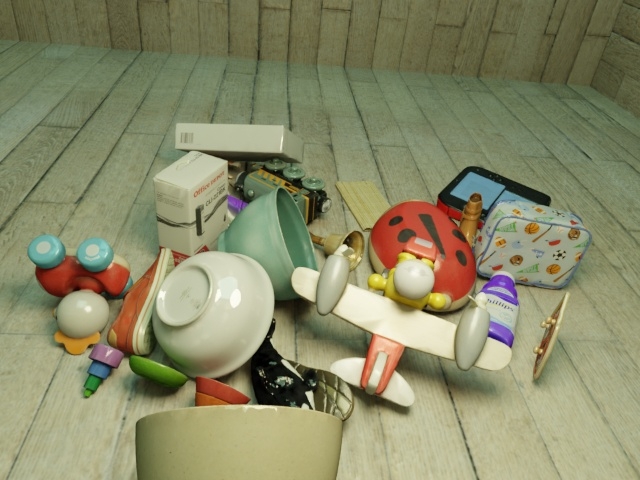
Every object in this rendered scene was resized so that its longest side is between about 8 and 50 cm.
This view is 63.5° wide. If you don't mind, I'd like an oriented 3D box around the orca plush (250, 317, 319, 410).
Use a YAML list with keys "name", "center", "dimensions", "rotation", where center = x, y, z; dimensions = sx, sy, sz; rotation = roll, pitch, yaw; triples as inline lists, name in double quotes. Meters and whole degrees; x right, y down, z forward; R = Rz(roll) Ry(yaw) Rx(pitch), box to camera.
- name: "orca plush"
  center: [-0.091, 0.271, 1.068]
  dimensions: [0.151, 0.102, 0.287]
  rotation: [-22, 44, 8]

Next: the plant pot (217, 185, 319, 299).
- name: "plant pot"
  center: [-0.143, 0.030, 1.343]
  dimensions: [0.196, 0.293, 0.293]
  rotation: [-19, 33, 12]

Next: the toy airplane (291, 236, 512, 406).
- name: "toy airplane"
  center: [0.170, 0.157, 1.135]
  dimensions: [0.385, 0.273, 0.385]
  rotation: [-14, 53, -19]

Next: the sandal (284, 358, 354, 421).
- name: "sandal"
  center: [-0.018, 0.321, 1.105]
  dimensions: [0.219, 0.060, 0.090]
  rotation: [11, 56, 33]

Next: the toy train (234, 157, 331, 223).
- name: "toy train"
  center: [-0.127, -0.161, 1.699]
  dimensions: [0.333, 0.142, 0.190]
  rotation: [29, 39, 30]

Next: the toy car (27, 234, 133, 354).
- name: "toy car"
  center: [-0.565, 0.141, 1.195]
  dimensions: [0.210, 0.219, 0.238]
  rotation: [4, 63, -4]

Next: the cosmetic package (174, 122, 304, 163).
- name: "cosmetic package"
  center: [-0.272, -0.337, 1.816]
  dimensions: [0.376, 0.098, 0.284]
  rotation: [4, 0, 11]

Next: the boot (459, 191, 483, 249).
- name: "boot"
  center: [0.470, -0.052, 1.636]
  dimensions: [0.072, 0.153, 0.197]
  rotation: [12, 35, 8]

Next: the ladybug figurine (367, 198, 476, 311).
- name: "ladybug figurine"
  center: [0.299, 0.022, 1.494]
  dimensions: [0.304, 0.162, 0.450]
  rotation: [-1, 36, -12]

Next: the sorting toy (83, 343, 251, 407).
- name: "sorting toy"
  center: [-0.329, 0.319, 1.046]
  dimensions: [0.365, 0.127, 0.126]
  rotation: [13, 65, 14]

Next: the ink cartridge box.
- name: "ink cartridge box"
  center: [-0.352, -0.081, 1.434]
  dimensions: [0.114, 0.273, 0.197]
  rotation: [17, 36, 15]

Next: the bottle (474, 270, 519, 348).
- name: "bottle"
  center: [0.458, 0.181, 1.352]
  dimensions: [0.118, 0.092, 0.283]
  rotation: [18, 36, 18]

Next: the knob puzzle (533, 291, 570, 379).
- name: "knob puzzle"
  center: [0.527, 0.234, 1.219]
  dimensions: [0.029, 0.213, 0.213]
  rotation: [21, 37, 19]

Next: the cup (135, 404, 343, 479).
- name: "cup"
  center: [-0.124, 0.405, 0.788]
  dimensions: [0.330, 0.331, 0.237]
  rotation: [2, 61, -7]

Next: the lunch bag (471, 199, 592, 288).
- name: "lunch bag"
  center: [0.591, 0.018, 1.488]
  dimensions: [0.303, 0.243, 0.115]
  rotation: [11, 34, -3]

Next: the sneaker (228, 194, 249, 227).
- name: "sneaker"
  center: [-0.231, -0.070, 1.603]
  dimensions: [0.146, 0.102, 0.293]
  rotation: [-20, 47, -39]

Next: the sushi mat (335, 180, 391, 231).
- name: "sushi mat"
  center: [0.168, -0.127, 1.811]
  dimensions: [0.151, 0.019, 0.317]
  rotation: [-4, 36, -17]

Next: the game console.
- name: "game console"
  center: [0.632, -0.144, 1.879]
  dimensions: [0.341, 0.060, 0.386]
  rotation: [24, 39, 24]

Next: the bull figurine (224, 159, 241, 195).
- name: "bull figurine"
  center: [-0.388, -0.200, 1.752]
  dimensions: [0.188, 0.101, 0.311]
  rotation: [10, 35, 0]

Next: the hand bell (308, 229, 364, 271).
- name: "hand bell"
  center: [0.000, 0.000, 1.549]
  dimensions: [0.241, 0.126, 0.126]
  rotation: [19, 35, 37]

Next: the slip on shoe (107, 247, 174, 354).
- name: "slip on shoe"
  center: [-0.424, 0.134, 1.259]
  dimensions: [0.101, 0.123, 0.332]
  rotation: [3, 39, 1]

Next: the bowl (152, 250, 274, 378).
- name: "bowl"
  center: [-0.260, 0.139, 1.126]
  dimensions: [0.297, 0.134, 0.298]
  rotation: [-12, 60, 21]
